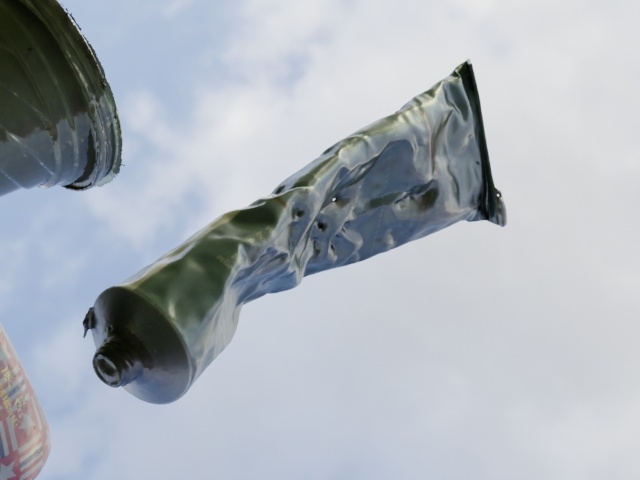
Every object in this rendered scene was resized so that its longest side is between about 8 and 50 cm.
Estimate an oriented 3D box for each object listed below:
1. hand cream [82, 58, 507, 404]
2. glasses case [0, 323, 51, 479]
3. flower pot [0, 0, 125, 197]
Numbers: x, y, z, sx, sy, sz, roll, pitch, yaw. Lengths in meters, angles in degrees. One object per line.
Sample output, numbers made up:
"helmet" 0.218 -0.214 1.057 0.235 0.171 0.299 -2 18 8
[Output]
"hand cream" 0.000 0.001 0.719 0.052 0.075 0.248 32 -139 29
"glasses case" -0.222 0.076 1.074 0.049 0.194 0.073 -7 -149 29
"flower pot" -0.292 -0.124 1.544 0.140 0.235 0.235 -32 -136 -29
